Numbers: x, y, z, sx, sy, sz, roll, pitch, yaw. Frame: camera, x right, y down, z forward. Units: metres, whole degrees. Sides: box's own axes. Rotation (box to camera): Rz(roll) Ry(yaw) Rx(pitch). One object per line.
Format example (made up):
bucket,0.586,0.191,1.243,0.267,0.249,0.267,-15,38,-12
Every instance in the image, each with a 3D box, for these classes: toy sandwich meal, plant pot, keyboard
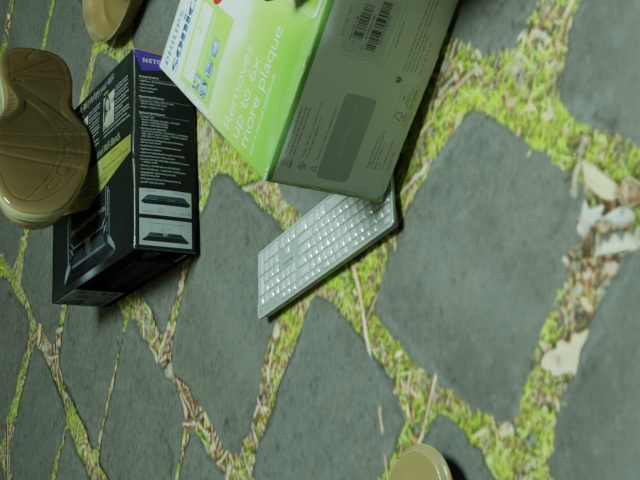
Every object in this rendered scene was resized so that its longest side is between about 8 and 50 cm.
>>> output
toy sandwich meal,0.081,0.195,0.948,0.085,0.029,0.085,-17,69,54
plant pot,-0.271,-0.382,1.674,0.236,0.032,0.236,-19,68,59
keyboard,0.000,0.000,1.140,0.256,0.014,0.072,-37,54,53

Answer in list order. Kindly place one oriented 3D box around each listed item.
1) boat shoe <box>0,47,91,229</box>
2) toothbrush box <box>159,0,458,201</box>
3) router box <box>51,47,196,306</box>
boat shoe,-0.356,-0.111,1.539,0.341,0.122,0.110,-104,28,-51
toothbrush box,-0.020,-0.189,1.088,0.283,0.122,0.206,50,124,54
router box,-0.250,-0.066,1.531,0.309,0.081,0.242,-26,63,57
